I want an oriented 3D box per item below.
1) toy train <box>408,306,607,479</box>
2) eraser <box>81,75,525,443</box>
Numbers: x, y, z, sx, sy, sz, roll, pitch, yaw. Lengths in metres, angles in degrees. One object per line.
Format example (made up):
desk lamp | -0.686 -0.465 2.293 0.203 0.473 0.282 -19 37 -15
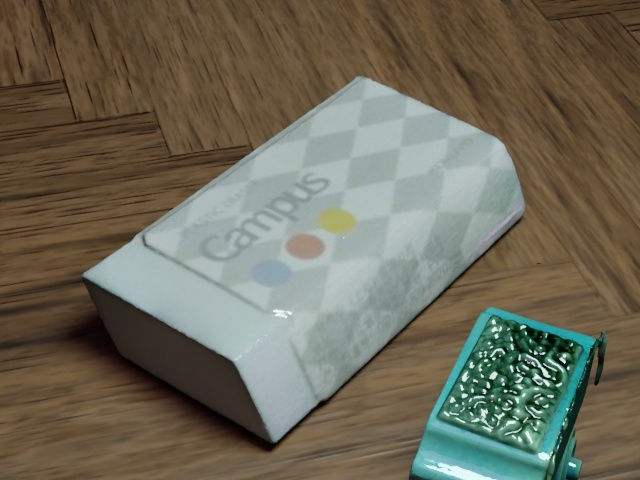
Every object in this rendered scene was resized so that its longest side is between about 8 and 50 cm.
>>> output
toy train | 0.130 0.152 0.956 0.112 0.163 0.203 14 41 15
eraser | 0.000 -0.001 1.192 0.213 0.082 0.397 27 45 27
